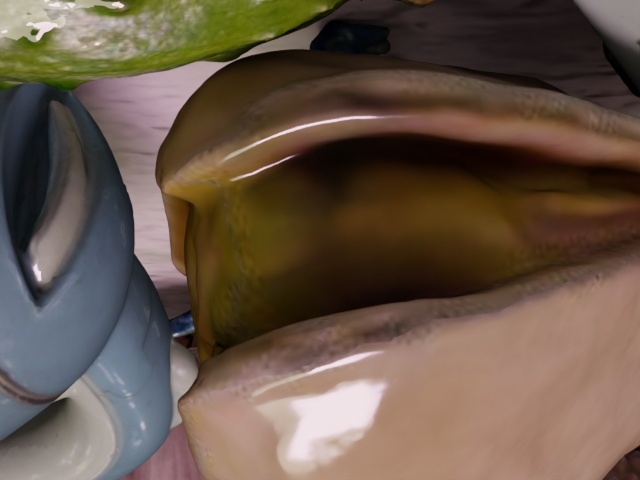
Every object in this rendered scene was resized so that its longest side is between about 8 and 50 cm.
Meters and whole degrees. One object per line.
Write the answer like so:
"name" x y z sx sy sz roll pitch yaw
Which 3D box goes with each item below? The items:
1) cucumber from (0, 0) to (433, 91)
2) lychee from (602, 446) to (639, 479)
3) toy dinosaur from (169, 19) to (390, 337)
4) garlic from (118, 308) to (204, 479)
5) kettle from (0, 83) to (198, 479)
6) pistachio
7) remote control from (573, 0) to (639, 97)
"cucumber" -0.084 -0.096 0.519 0.244 0.134 0.134 8 163 -8
"lychee" 0.190 0.279 1.314 0.300 0.300 0.300 8 163 3
"toy dinosaur" 0.012 0.003 0.862 0.147 0.076 0.363 22 155 -12
"garlic" -0.011 0.094 1.094 0.207 0.207 0.256 17 126 -25
"kettle" -0.225 0.033 0.790 0.342 0.247 0.319 -10 146 18
"pistachio" 0.050 0.018 0.634 0.197 0.166 0.288 -15 174 19
"remote control" 0.139 -0.083 0.549 0.140 0.056 0.296 2 162 27
